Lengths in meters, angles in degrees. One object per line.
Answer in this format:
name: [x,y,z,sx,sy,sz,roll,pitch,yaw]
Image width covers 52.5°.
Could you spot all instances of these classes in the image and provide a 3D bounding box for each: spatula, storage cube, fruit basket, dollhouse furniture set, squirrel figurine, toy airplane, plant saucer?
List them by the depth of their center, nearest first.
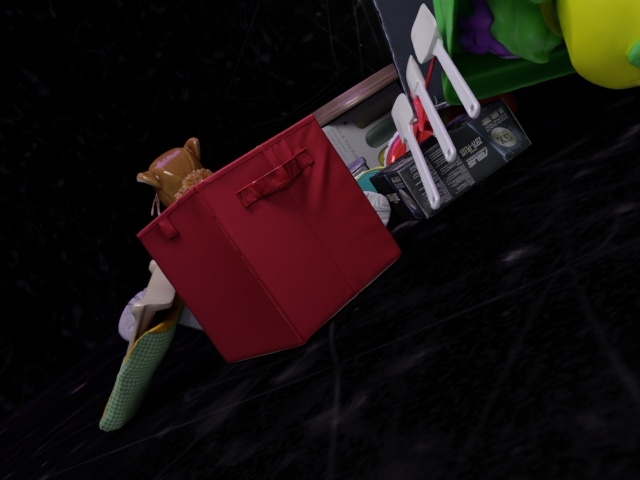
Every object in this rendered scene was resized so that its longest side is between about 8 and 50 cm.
fruit basket: [0.329,-0.271,0.743,0.392,0.392,0.283,-35,-26,-12]
storage cube: [-0.060,0.005,0.750,0.184,0.193,0.215,-39,8,-36]
spatula: [0.129,-0.165,0.785,0.242,0.019,0.168,-99,21,-48]
toy airplane: [0.137,-0.177,0.878,0.028,0.151,0.151,2,4,-6]
dollhouse furniture set: [-0.188,0.123,0.925,0.301,0.151,0.197,-102,31,-68]
plant saucer: [0.081,-0.341,1.539,0.278,0.041,0.278,-30,8,5]
squirrel figurine: [-0.263,-0.077,1.592,0.281,0.370,0.397,-36,6,-21]

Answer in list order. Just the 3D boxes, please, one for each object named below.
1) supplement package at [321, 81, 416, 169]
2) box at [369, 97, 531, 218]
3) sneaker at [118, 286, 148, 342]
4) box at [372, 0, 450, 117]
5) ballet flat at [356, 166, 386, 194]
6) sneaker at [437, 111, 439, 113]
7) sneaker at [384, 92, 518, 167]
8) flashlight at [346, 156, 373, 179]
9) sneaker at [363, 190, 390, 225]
supplement package: [0.099,-0.218,1.593,0.263,0.199,0.198,-37,7,-23]
box: [0.178,-0.110,0.920,0.180,0.077,0.147,-35,7,-9]
sneaker: [-0.418,0.175,1.756,0.321,0.124,0.180,-48,-4,-35]
box: [0.358,-0.453,1.198,0.472,0.297,0.480,-20,10,15]
ballet flat: [0.090,-0.083,1.228,0.077,0.077,0.231,-18,-8,-42]
sneaker: [0.258,-0.284,1.711,0.123,0.106,0.290,-40,7,-27]
sneaker: [0.240,-0.201,1.201,0.279,0.107,0.118,-35,11,-2]
flashlight: [-0.004,-0.050,1.377,0.304,0.103,0.103,-37,10,11]
sneaker: [0.000,0.000,0.973,0.232,0.090,0.115,-33,3,6]
